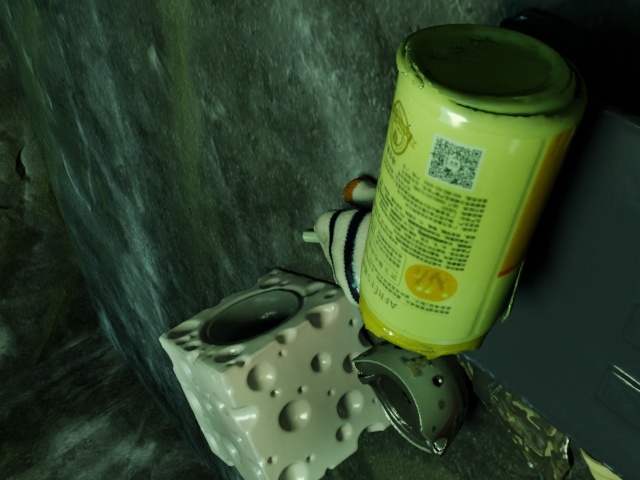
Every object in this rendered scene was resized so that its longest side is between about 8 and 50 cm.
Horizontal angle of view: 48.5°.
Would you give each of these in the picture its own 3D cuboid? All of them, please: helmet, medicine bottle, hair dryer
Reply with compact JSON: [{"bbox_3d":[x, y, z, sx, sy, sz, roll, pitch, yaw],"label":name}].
[{"bbox_3d":[0.128,0.186,0.911,0.153,0.107,0.177,41,166,29],"label":"helmet"},{"bbox_3d":[0.094,-0.021,0.502,0.124,0.124,0.239,42,144,32],"label":"medicine bottle"},{"bbox_3d":[0.000,0.000,1.029,0.124,0.037,0.063,3,118,65],"label":"hair dryer"}]

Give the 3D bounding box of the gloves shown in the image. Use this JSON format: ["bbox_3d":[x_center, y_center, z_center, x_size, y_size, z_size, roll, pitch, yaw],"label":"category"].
[{"bbox_3d":[0.055,0.011,0.843,0.218,0.131,0.140,10,122,48],"label":"gloves"}]

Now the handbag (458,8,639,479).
[{"bbox_3d":[0.213,0.008,0.573,0.329,0.121,0.304,39,142,36],"label":"handbag"}]

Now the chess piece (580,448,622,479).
[{"bbox_3d":[0.320,0.258,0.686,0.090,0.090,0.201,12,133,56],"label":"chess piece"}]

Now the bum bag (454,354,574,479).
[{"bbox_3d":[0.196,0.138,0.752,0.248,0.069,0.102,-126,21,-49],"label":"bum bag"}]

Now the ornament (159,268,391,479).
[{"bbox_3d":[-0.067,0.214,1.117,0.239,0.239,0.240,13,127,56],"label":"ornament"}]
